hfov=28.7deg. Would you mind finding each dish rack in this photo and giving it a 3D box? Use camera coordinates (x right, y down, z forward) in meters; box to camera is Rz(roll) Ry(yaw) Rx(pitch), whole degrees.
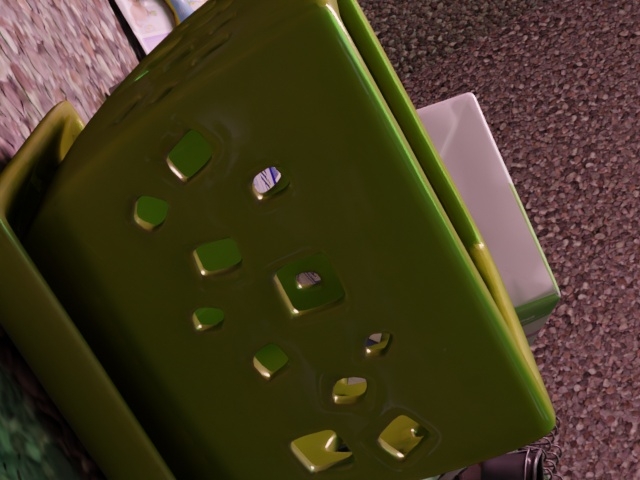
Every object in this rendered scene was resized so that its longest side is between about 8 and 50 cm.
[{"bbox_3d":[0.241,0.297,1.437,0.271,0.074,0.208,-35,123,-66],"label":"dish rack"}]

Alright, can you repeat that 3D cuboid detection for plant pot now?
[{"bbox_3d":[-0.036,0.003,0.630,0.227,0.207,0.228,60,8,-19],"label":"plant pot"}]

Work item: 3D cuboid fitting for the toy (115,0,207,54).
[{"bbox_3d":[-0.146,-0.267,1.143,0.137,0.056,0.237,-28,91,-54],"label":"toy"}]

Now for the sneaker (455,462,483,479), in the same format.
[{"bbox_3d":[0.200,0.282,1.620,0.118,0.083,0.222,177,-107,-85],"label":"sneaker"}]

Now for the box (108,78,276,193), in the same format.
[{"bbox_3d":[-0.087,-0.055,0.966,0.126,0.072,0.137,67,9,27],"label":"box"}]

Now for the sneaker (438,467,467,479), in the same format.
[{"bbox_3d":[0.117,0.190,1.448,0.110,0.107,0.275,39,12,-19],"label":"sneaker"}]

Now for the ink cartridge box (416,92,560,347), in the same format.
[{"bbox_3d":[0.124,0.021,1.236,0.353,0.119,0.207,77,-8,-74],"label":"ink cartridge box"}]

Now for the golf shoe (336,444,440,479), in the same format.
[{"bbox_3d":[0.079,0.171,1.111,0.105,0.120,0.273,63,9,-6],"label":"golf shoe"}]

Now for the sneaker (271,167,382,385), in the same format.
[{"bbox_3d":[0.000,0.000,1.078,0.112,0.131,0.296,11,50,-63],"label":"sneaker"}]
